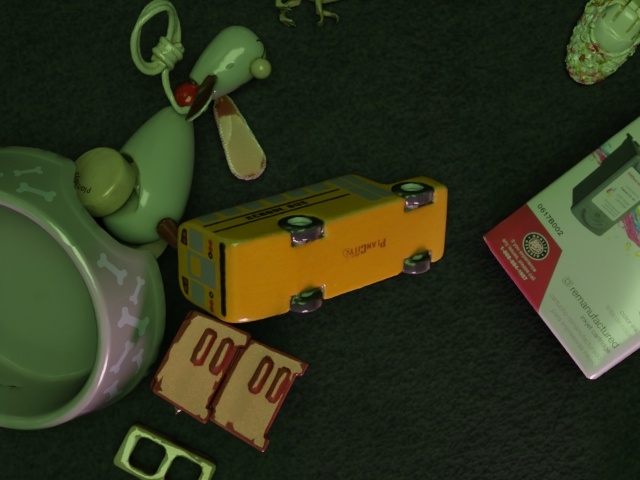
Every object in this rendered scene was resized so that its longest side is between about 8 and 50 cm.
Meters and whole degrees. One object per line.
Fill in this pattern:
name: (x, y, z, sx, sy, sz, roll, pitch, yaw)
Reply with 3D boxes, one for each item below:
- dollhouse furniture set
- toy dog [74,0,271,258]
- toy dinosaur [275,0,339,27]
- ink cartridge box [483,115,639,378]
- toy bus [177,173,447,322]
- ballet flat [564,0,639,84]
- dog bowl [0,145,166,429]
dollhouse furniture set: (-0.171, 0.274, 1.711, 0.152, 0.201, 0.374, 28, 87, -2)
toy dog: (-0.159, -0.109, 1.730, 0.161, 0.220, 0.334, 28, 96, 32)
toy dinosaur: (-0.029, -0.326, 1.820, 0.183, 0.053, 0.093, 22, 72, -9)
ink cartridge box: (0.388, -0.008, 1.733, 0.306, 0.131, 0.226, -39, 79, 13)
toy bus: (0.000, 0.000, 1.714, 0.332, 0.130, 0.108, -18, 118, -37)
ballet flat: (0.402, -0.304, 1.818, 0.091, 0.077, 0.241, 39, 87, -2)
dog bowl: (-0.359, 0.067, 1.680, 0.348, 0.102, 0.349, 8, 112, 21)
